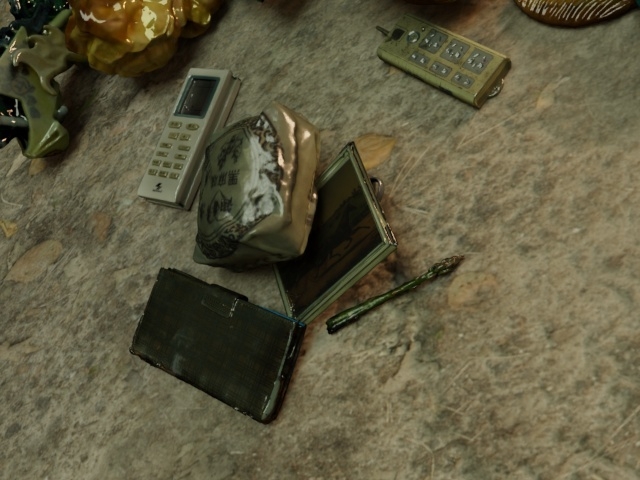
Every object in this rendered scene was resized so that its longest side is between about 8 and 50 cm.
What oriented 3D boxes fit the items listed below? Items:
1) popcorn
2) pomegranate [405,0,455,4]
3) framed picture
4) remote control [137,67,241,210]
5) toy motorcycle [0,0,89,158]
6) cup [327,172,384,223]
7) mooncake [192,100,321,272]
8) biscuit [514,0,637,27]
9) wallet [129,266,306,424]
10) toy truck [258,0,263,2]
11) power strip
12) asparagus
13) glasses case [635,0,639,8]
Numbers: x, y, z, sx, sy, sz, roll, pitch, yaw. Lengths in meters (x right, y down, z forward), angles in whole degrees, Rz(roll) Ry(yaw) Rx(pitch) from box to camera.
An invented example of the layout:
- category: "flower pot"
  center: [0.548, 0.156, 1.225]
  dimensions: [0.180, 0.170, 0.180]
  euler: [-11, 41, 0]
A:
- category: "popcorn"
  center: [-0.366, -0.475, 1.387]
  dimensions: [0.332, 0.225, 0.265]
  euler: [-25, 99, -15]
- category: "pomegranate"
  center: [0.164, -0.542, 1.079]
  dimensions: [0.332, 0.332, 0.333]
  euler: [-11, 64, 24]
- category: "framed picture"
  center: [0.000, 0.000, 1.046]
  dimensions: [0.252, 0.014, 0.197]
  euler: [-44, 51, 35]
- category: "remote control"
  center: [-0.249, -0.197, 1.303]
  dimensions: [0.103, 0.055, 0.277]
  euler: [12, 75, 31]
- category: "toy motorcycle"
  center: [-0.602, -0.347, 1.455]
  dimensions: [0.168, 0.237, 0.410]
  euler: [0, 66, 44]
- category: "cup"
  center: [0.057, -0.060, 1.062]
  dimensions: [0.100, 0.078, 0.077]
  euler: [-19, 64, 41]
- category: "mooncake"
  center: [-0.110, -0.084, 1.086]
  dimensions: [0.254, 0.136, 0.250]
  euler: [-13, 64, 53]
- category: "biscuit"
  center: [0.420, -0.407, 1.046]
  dimensions: [0.228, 0.031, 0.176]
  euler: [-36, 58, 11]
- category: "wallet"
  center: [-0.172, 0.159, 1.110]
  dimensions: [0.317, 0.044, 0.169]
  euler: [17, 85, 35]
- category: "toy truck"
  center: [-0.122, -0.532, 1.337]
  dimensions: [0.259, 0.135, 0.128]
  euler: [38, 100, 39]
- category: "power strip"
  center: [0.185, -0.304, 1.126]
  dimensions: [0.268, 0.034, 0.092]
  euler: [38, 90, 35]
- category: "asparagus"
  center: [0.106, 0.078, 1.013]
  dimensions: [0.232, 0.023, 0.022]
  euler: [-29, 103, 15]
- category: "glasses case"
  center: [0.475, -0.428, 0.970]
  dimensions: [0.117, 0.070, 0.301]
  euler: [-20, 64, 14]
